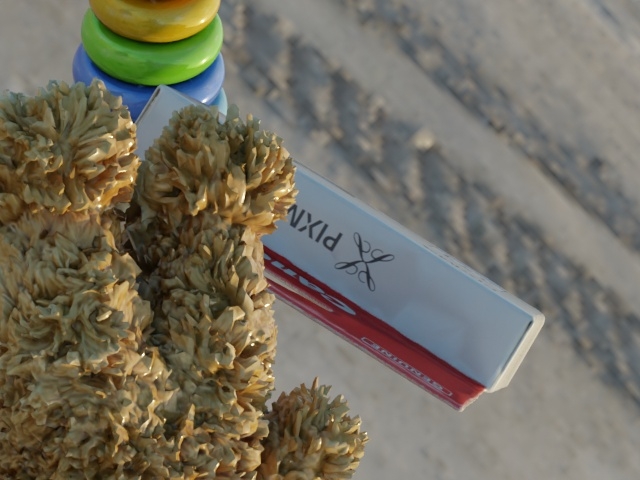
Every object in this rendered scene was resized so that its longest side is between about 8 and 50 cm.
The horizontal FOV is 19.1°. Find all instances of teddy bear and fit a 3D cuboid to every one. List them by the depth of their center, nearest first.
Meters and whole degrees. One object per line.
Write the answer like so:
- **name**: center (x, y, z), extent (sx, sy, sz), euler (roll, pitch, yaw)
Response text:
- **teddy bear**: center (-0.081, 0.099, 0.800), extent (0.113, 0.338, 0.245), euler (3, -18, 42)

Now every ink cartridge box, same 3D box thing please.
- **ink cartridge box**: center (0.000, 0.000, 1.241), extent (0.296, 0.066, 0.261), euler (32, 5, 9)

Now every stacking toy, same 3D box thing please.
- **stacking toy**: center (-0.128, -0.164, 1.414), extent (0.141, 0.330, 0.141), euler (3, 41, -3)
